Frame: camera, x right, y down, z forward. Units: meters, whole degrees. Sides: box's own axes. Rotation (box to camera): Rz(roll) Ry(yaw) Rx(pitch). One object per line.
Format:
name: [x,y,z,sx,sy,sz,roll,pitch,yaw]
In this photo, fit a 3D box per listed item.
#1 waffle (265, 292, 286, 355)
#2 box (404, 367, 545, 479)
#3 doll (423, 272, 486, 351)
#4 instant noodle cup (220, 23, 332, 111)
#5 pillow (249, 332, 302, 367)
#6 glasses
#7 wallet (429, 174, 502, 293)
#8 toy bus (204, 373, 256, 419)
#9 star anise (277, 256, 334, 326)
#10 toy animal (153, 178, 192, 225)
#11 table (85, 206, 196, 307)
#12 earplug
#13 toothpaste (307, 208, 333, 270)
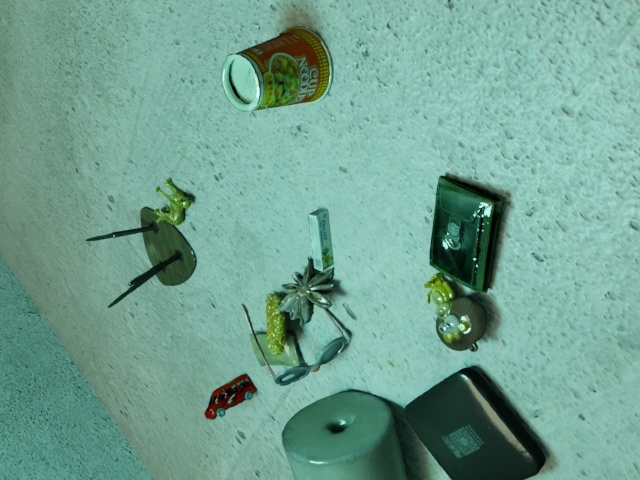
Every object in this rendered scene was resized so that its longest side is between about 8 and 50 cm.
waffle: [-0.135,0.250,1.958,0.191,0.038,0.191,179,90,-72]
box: [0.370,0.475,1.608,0.290,0.073,0.289,51,138,12]
doll: [0.298,0.173,1.498,0.188,0.096,0.145,40,128,37]
instant noodle cup: [-0.110,-0.385,1.503,0.193,0.212,0.193,23,127,36]
pillow: [-0.145,0.347,2.075,0.208,0.053,0.119,-10,106,45]
glasses: [-0.075,0.255,1.857,0.268,0.234,0.118,58,177,26]
wallet: [0.306,-0.010,1.417,0.160,0.055,0.236,31,132,39]
toy bus: [-0.320,0.542,2.254,0.081,0.195,0.089,-32,84,50]
star anise: [-0.028,0.143,1.787,0.065,0.182,0.195,37,176,-43]
toy animal: [-0.484,-0.100,2.157,0.136,0.073,0.181,34,130,18]
table: [-0.620,0.078,2.256,0.317,0.249,0.317,24,127,35]
earplug: [0.090,0.669,1.834,0.312,0.312,0.394,5,118,44]
toothpaste: [0.000,0.000,1.735,0.034,0.046,0.164,17,123,41]
